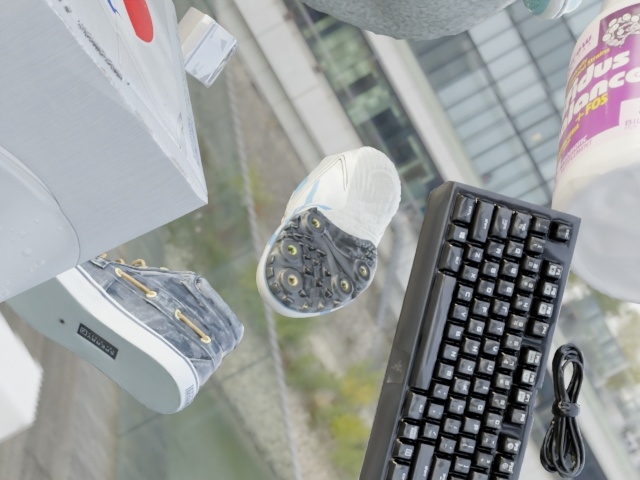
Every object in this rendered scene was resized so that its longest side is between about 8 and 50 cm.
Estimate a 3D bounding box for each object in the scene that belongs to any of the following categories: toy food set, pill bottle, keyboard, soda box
[{"bbox_3d":[-0.129,-0.139,0.886,0.111,0.232,0.104,37,1,0],"label":"toy food set"},{"bbox_3d":[0.288,-0.104,1.085,0.169,0.169,0.301,57,33,-33],"label":"pill bottle"},{"bbox_3d":[0.083,0.071,0.605,0.108,0.180,0.023,16,-3,-17],"label":"keyboard"},{"bbox_3d":[-0.180,-0.009,0.374,0.091,0.286,0.098,55,14,-44],"label":"soda box"}]

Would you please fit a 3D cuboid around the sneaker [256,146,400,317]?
[{"bbox_3d":[0.000,0.000,1.020,0.085,0.086,0.237,52,30,-9],"label":"sneaker"}]

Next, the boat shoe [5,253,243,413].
[{"bbox_3d":[-0.141,0.036,0.871,0.183,0.065,0.083,39,42,7],"label":"boat shoe"}]

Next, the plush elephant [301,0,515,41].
[{"bbox_3d":[0.081,-0.180,0.360,0.272,0.255,0.330,149,-56,-63],"label":"plush elephant"}]

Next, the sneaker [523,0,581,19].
[{"bbox_3d":[0.312,-0.352,1.204,0.127,0.208,0.319,-121,-140,-61],"label":"sneaker"}]
